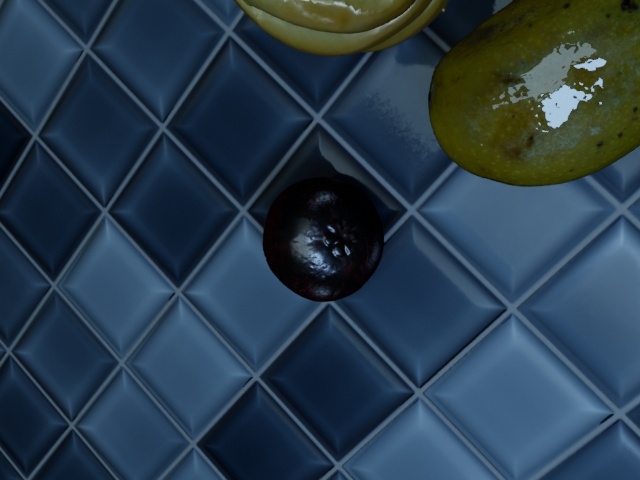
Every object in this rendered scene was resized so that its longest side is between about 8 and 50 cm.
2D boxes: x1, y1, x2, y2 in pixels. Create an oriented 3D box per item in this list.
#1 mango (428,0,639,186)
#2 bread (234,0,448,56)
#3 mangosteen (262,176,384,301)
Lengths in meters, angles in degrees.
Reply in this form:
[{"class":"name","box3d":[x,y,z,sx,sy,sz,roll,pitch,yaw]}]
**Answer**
[{"class":"mango","box3d":[0.265,-0.165,0.678,0.330,0.177,0.175,-24,58,28]},{"class":"bread","box3d":[-0.019,-0.320,0.727,0.315,0.270,0.211,46,129,3]},{"class":"mangosteen","box3d":[0.000,0.000,0.848,0.153,0.152,0.152,5,102,23]}]
